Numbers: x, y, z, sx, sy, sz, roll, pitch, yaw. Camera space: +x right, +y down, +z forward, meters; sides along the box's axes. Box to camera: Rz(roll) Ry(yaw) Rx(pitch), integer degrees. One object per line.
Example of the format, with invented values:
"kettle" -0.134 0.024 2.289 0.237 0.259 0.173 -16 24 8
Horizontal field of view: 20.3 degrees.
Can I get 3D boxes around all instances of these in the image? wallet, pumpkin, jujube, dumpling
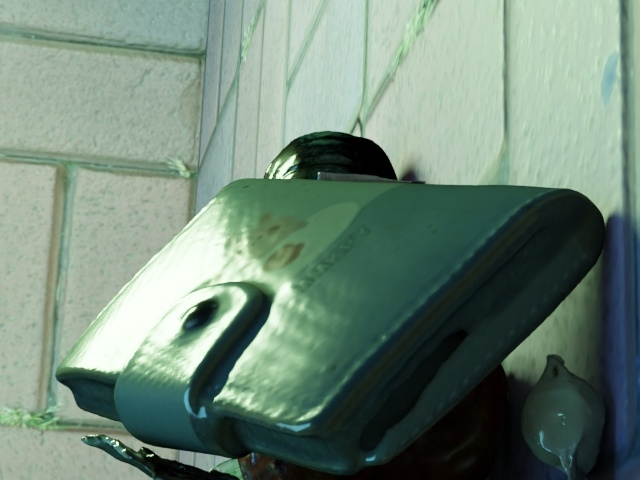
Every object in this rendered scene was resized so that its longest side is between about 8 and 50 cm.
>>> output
"wallet" -0.018 0.042 1.142 0.360 0.252 0.083 3 130 54
"pumpkin" 0.000 0.000 1.610 0.202 0.140 0.202 -172 90 -82
"jujube" 0.028 0.128 1.251 0.243 0.183 0.183 127 148 -68
"dumpling" 0.145 0.109 1.030 0.052 0.057 0.076 -48 46 5

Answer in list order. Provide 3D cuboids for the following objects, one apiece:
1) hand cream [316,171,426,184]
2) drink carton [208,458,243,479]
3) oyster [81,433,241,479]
"hand cream" 0.029 0.109 1.506 0.076 0.121 0.336 10 98 43
"drink carton" -0.059 0.308 1.777 0.142 0.144 0.146 103 169 -65
"oyster" -0.012 0.234 1.130 0.158 0.351 0.162 -51 10 11
